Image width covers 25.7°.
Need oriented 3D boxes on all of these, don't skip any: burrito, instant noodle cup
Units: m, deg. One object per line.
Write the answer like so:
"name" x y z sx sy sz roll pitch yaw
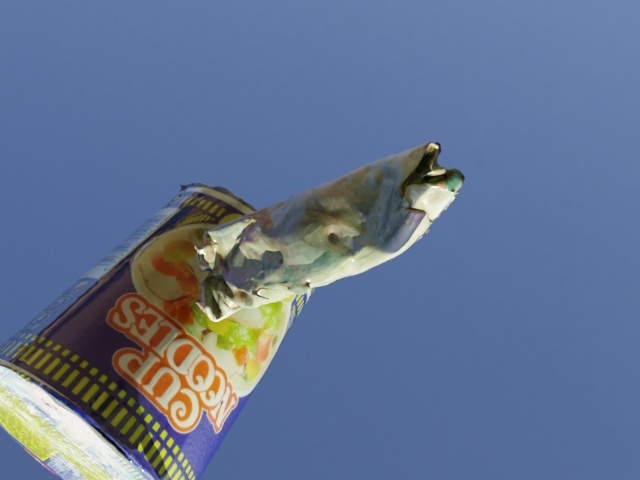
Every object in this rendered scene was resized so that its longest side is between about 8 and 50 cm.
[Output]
"burrito" 0.000 -0.003 1.284 0.066 0.309 0.096 2 -110 -51
"instant noodle cup" -0.173 0.111 1.514 0.284 0.284 0.312 35 -116 8
